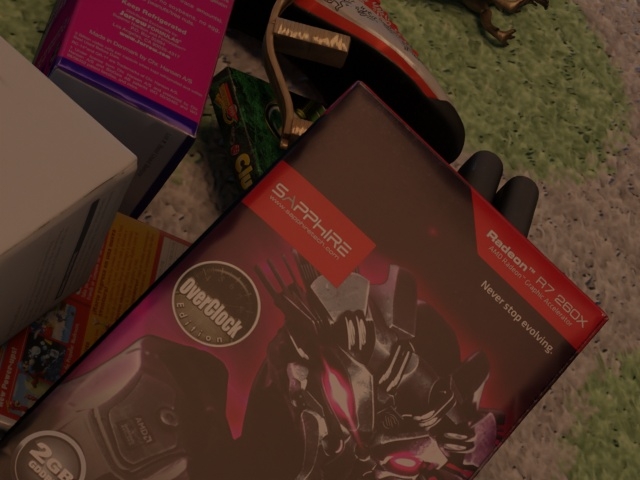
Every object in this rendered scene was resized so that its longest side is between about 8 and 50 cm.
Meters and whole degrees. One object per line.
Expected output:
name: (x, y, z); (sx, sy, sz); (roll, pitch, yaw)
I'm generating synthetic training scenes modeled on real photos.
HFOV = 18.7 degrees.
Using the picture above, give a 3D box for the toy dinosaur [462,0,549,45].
toy dinosaur: (0.138, -0.218, 1.697); (0.092, 0.053, 0.183); (44, 35, 25)

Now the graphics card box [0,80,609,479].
graphics card box: (-0.017, 0.102, 1.219); (0.233, 0.094, 0.371); (44, 67, 0)

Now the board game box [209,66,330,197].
board game box: (0.000, 0.000, 1.413); (0.136, 0.030, 0.259); (15, 49, -46)

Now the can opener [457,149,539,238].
can opener: (0.120, 0.021, 1.451); (0.074, 0.093, 0.280); (37, 33, -9)

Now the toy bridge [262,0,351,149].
toy bridge: (-0.010, -0.147, 1.443); (0.063, 0.026, 0.188); (15, 60, -5)

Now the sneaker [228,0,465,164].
sneaker: (0.027, -0.184, 1.554); (0.270, 0.090, 0.145); (36, 47, -2)

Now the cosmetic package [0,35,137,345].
cosmetic package: (-0.277, -0.028, 1.166); (0.224, 0.138, 0.225); (42, 47, 11)

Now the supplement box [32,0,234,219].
supplement box: (-0.137, -0.142, 1.395); (0.114, 0.111, 0.220); (27, 46, -14)

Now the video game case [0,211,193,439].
video game case: (-0.149, 0.063, 1.291); (0.285, 0.025, 0.204); (24, 47, -18)
